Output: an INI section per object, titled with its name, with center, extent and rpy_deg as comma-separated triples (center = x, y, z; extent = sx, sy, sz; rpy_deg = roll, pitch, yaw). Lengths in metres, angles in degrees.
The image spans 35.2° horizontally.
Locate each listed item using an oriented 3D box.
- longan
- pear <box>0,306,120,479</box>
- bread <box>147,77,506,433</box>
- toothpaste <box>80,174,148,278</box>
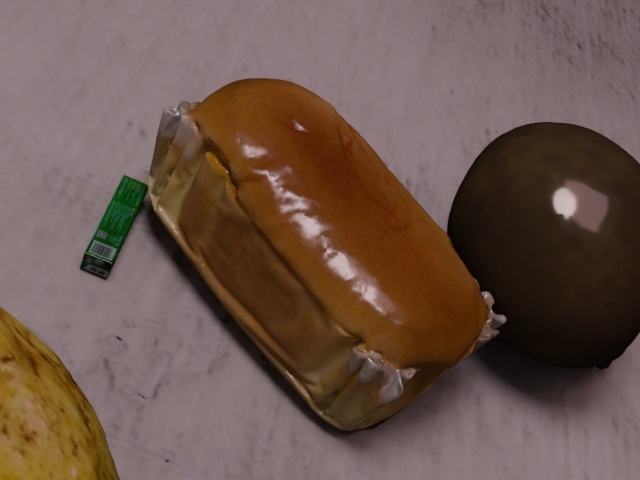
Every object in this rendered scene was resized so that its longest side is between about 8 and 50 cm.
[longan]
center = 0.179, 0.013, 0.743
extent = 0.204, 0.159, 0.185
rpy_deg = 58, 27, -31
[pear]
center = -0.189, 0.134, 0.322
extent = 0.271, 0.271, 0.271
rpy_deg = 17, 43, -17
[bread]
center = 0.000, 0.000, 0.672
extent = 0.136, 0.107, 0.241
rpy_deg = -24, 70, -46
[toothpaste]
center = -0.136, -0.010, 0.674
extent = 0.020, 0.017, 0.083
rpy_deg = 23, 41, -8
